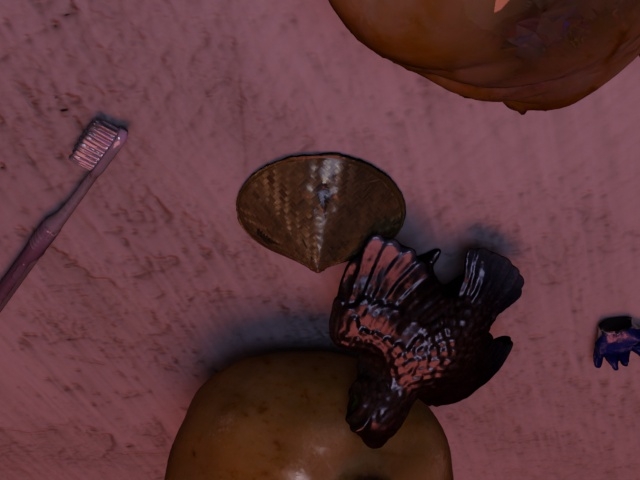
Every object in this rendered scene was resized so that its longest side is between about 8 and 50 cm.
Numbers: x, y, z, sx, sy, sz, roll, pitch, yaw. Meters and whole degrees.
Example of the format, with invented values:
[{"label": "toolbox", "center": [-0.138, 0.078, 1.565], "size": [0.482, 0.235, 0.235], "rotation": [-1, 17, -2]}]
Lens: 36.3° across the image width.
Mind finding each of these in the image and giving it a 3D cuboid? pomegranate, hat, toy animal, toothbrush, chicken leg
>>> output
[{"label": "pomegranate", "center": [-0.014, 0.248, 0.979], "size": [0.307, 0.307, 0.307], "rotation": [1, 142, 1]}, {"label": "hat", "center": [0.000, 0.000, 0.808], "size": [0.145, 0.067, 0.146], "rotation": [1, 142, 1]}, {"label": "toy animal", "center": [0.090, 0.093, 0.839], "size": [0.116, 0.180, 0.218], "rotation": [2, 151, 44]}, {"label": "toothbrush", "center": [-0.254, 0.001, 0.858], "size": [0.029, 0.024, 0.354], "rotation": [27, 136, -21]}, {"label": "chicken leg", "center": [0.204, -0.213, 0.482], "size": [0.295, 0.182, 0.409], "rotation": [26, 121, -41]}]

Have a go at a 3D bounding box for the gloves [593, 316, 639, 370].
[{"label": "gloves", "center": [0.302, 0.106, 0.965], "size": [0.064, 0.026, 0.086], "rotation": [-8, 141, 10]}]
